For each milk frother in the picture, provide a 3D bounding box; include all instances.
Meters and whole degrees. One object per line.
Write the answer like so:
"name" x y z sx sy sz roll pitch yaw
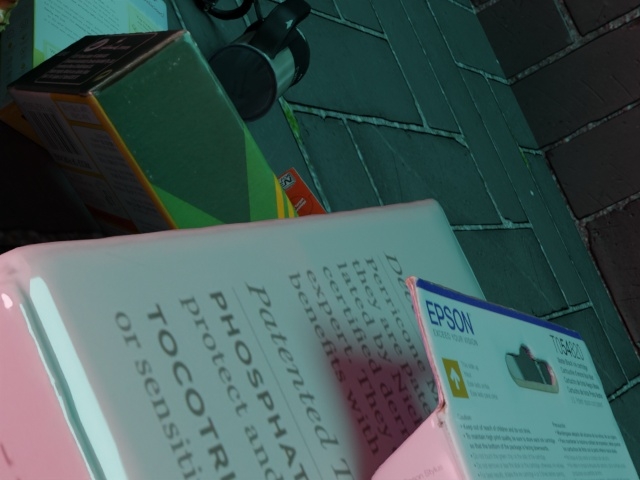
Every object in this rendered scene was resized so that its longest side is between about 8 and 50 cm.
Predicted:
"milk frother" -0.090 -0.214 1.260 0.143 0.129 0.135 18 25 7

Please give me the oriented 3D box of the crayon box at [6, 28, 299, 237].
"crayon box" -0.082 0.006 0.854 0.203 0.083 0.323 16 -41 60

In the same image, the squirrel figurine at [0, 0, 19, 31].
"squirrel figurine" -0.239 -0.326 0.807 0.281 0.370 0.397 47 56 -32

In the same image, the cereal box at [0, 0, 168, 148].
"cereal box" -0.198 -0.161 1.017 0.173 0.047 0.240 37 34 -44

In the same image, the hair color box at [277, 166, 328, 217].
"hair color box" 0.000 0.000 1.185 0.141 0.043 0.072 54 -2 28

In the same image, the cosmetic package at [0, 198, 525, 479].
"cosmetic package" -0.072 0.200 0.540 0.327 0.329 0.393 65 23 6

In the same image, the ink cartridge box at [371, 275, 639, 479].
"ink cartridge box" 0.101 0.137 0.489 0.223 0.045 0.224 20 47 -58
